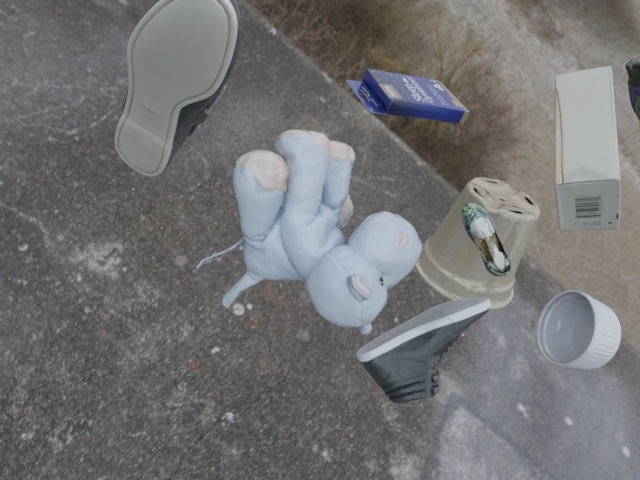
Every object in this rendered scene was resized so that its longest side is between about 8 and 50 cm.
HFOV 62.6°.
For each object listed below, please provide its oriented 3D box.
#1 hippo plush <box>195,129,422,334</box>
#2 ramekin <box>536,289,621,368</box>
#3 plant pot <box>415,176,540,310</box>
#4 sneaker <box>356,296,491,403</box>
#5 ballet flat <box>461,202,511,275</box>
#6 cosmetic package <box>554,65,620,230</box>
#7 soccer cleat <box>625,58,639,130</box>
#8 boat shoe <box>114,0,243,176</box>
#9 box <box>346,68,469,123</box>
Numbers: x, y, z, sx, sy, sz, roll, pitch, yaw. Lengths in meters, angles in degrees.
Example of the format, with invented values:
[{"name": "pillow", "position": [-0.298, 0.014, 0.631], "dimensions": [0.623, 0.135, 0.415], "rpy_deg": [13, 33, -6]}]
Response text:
[{"name": "hippo plush", "position": [0.000, 0.000, 0.726], "dimensions": [0.294, 0.234, 0.237], "rpy_deg": [-43, 56, -16]}, {"name": "ramekin", "position": [0.692, 0.244, 1.404], "dimensions": [0.109, 0.207, 0.207], "rpy_deg": [18, 45, -16]}, {"name": "plant pot", "position": [0.494, -0.012, 1.607], "dimensions": [0.334, 0.305, 0.333], "rpy_deg": [13, 33, -8]}, {"name": "sneaker", "position": [0.236, 0.231, 1.090], "dimensions": [0.146, 0.296, 0.104], "rpy_deg": [63, 0, -3]}, {"name": "ballet flat", "position": [0.384, 0.000, 1.201], "dimensions": [0.188, 0.070, 0.070], "rpy_deg": [58, 40, -9]}, {"name": "cosmetic package", "position": [0.544, -0.188, 1.079], "dimensions": [0.160, 0.113, 0.309], "rpy_deg": [56, 40, -46]}, {"name": "soccer cleat", "position": [0.342, -0.107, 0.468], "dimensions": [0.121, 0.093, 0.289], "rpy_deg": [55, 34, -10]}, {"name": "boat shoe", "position": [-0.180, -0.205, 0.664], "dimensions": [0.112, 0.335, 0.095], "rpy_deg": [35, 51, -14]}, {"name": "box", "position": [0.178, -0.296, 1.074], "dimensions": [0.225, 0.036, 0.136], "rpy_deg": [-1, 43, -24]}]
